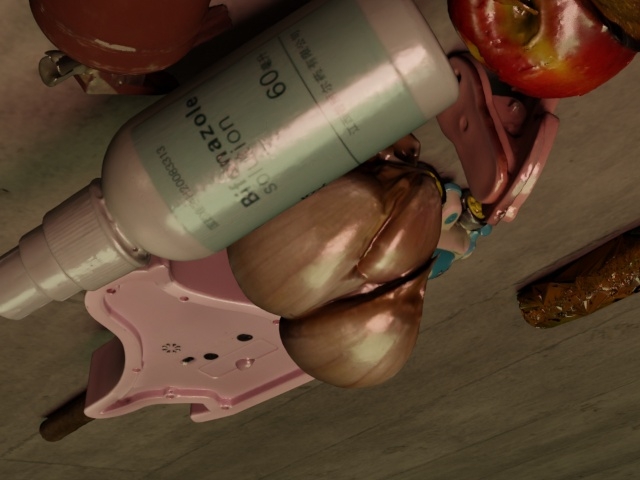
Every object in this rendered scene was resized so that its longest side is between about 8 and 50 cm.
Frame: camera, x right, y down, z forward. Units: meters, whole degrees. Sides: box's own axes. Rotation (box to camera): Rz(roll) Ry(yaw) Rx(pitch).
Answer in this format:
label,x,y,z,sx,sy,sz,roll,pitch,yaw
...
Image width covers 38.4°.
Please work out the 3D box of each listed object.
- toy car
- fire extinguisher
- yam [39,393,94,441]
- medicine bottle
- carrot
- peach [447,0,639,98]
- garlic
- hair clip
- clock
label,x,y,z,sx,sy,sz,roll,pitch,yaw
toy car,0.094,0.008,0.882,0.161,0.098,0.126,20,142,-39
fire extinguisher,-0.081,-0.182,0.505,0.147,0.107,0.337,-21,162,-32
yam,-0.272,0.197,1.179,0.045,0.045,0.326,36,133,-23
medicine bottle,-0.080,-0.050,0.629,0.351,0.110,0.110,-32,147,8
carrot,0.325,0.042,1.048,0.069,0.069,0.228,18,143,-39
peach,0.149,-0.154,0.616,0.092,0.127,0.172,-39,166,30
garlic,0.000,0.000,0.733,0.160,0.214,0.191,15,155,-20
hair clip,0.155,-0.081,0.703,0.102,0.138,0.123,-4,144,-20
clock,-0.156,0.094,0.944,0.290,0.080,0.275,-31,135,30
